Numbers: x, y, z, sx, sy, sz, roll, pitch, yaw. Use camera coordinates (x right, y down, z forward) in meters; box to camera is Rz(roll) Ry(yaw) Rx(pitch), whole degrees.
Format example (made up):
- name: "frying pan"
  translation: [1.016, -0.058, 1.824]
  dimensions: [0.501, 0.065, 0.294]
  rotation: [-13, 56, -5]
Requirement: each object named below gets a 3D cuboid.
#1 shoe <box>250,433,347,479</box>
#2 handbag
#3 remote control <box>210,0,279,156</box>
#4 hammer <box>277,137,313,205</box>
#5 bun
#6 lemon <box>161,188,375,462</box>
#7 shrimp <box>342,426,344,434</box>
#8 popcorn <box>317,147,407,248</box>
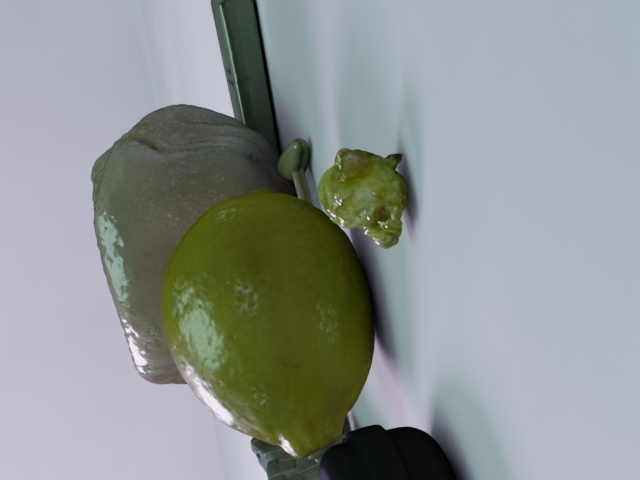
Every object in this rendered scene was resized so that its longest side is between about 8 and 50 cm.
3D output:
- name: "shoe"
  translation: [0.003, 0.247, 1.790]
  dimensions: [0.227, 0.099, 0.125]
  rotation: [-141, 34, -71]
- name: "handbag"
  translation: [0.068, 0.283, 1.410]
  dimensions: [0.254, 0.093, 0.308]
  rotation: [-121, 22, -72]
- name: "remote control"
  translation: [-0.069, -0.126, 2.033]
  dimensions: [0.123, 0.038, 0.285]
  rotation: [-142, 40, -80]
- name: "hammer"
  translation: [0.000, 0.000, 1.772]
  dimensions: [0.060, 0.028, 0.195]
  rotation: [127, 129, -71]
- name: "bun"
  translation: [-0.116, -0.007, 1.896]
  dimensions: [0.281, 0.205, 0.281]
  rotation: [163, 90, -89]
- name: "lemon"
  translation: [-0.043, 0.068, 1.589]
  dimensions: [0.184, 0.184, 0.248]
  rotation: [95, 163, -64]
- name: "shrimp"
  translation: [-0.039, 0.166, 1.984]
  dimensions: [0.254, 0.059, 0.145]
  rotation: [-127, 44, -55]
- name: "popcorn"
  translation: [0.034, -0.031, 1.352]
  dimensions: [0.083, 0.068, 0.059]
  rotation: [52, -133, -41]
